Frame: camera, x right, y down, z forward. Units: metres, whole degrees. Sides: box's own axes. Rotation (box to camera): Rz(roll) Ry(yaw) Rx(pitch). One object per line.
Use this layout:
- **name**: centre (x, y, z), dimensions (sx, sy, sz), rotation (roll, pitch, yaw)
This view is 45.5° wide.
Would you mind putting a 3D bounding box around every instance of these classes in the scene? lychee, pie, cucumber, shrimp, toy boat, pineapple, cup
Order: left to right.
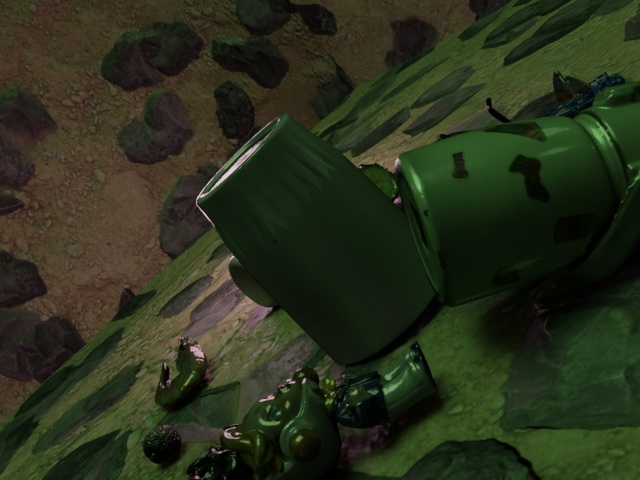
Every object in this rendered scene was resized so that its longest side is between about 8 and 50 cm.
- **lychee**: centre (-0.279, 0.361, 1.351), dimensions (0.067, 0.068, 0.083), rotation (7, 20, 5)
- **shrimp**: centre (-0.303, 0.288, 1.647), dimensions (0.145, 0.059, 0.254), rotation (-49, 21, -6)
- **pineapple**: centre (-0.142, 0.334, 1.031), dimensions (0.119, 0.111, 0.237), rotation (-14, 18, 25)
- **cup**: centre (0.000, 0.000, 1.220), dimensions (0.253, 0.371, 0.253), rotation (-43, 14, 13)
- **pie**: centre (0.024, 0.227, 1.129), dimensions (0.085, 0.017, 0.085), rotation (-35, 15, 10)
- **cucumber**: centre (0.039, -0.005, 1.500), dimensions (0.096, 0.096, 0.359), rotation (-51, -4, -42)
- **toy boat**: centre (0.467, -0.272, 1.416), dimensions (0.175, 0.110, 0.091), rotation (-35, 15, 19)

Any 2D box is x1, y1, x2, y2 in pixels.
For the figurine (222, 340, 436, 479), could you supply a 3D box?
- **figurine**: centre (0.016, 0.220, 0.982), dimensions (0.274, 0.133, 0.194), rotation (-31, 15, -15)

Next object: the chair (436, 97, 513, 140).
- **chair**: centre (0.294, -0.104, 1.156), dimensions (0.149, 0.213, 0.174), rotation (135, 151, -63)

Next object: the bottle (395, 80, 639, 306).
- **bottle**: centre (0.289, -0.054, 0.961), dimensions (0.352, 0.229, 0.229), rotation (-17, 15, 0)

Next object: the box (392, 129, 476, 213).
- **box**: centre (0.248, -0.101, 1.411), dimensions (0.263, 0.108, 0.404), rotation (-41, 15, -6)

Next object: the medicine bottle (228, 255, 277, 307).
- **medicine bottle**: centre (-0.076, 0.020, 1.732), dimensions (0.254, 0.152, 0.152), rotation (-45, 16, -29)
